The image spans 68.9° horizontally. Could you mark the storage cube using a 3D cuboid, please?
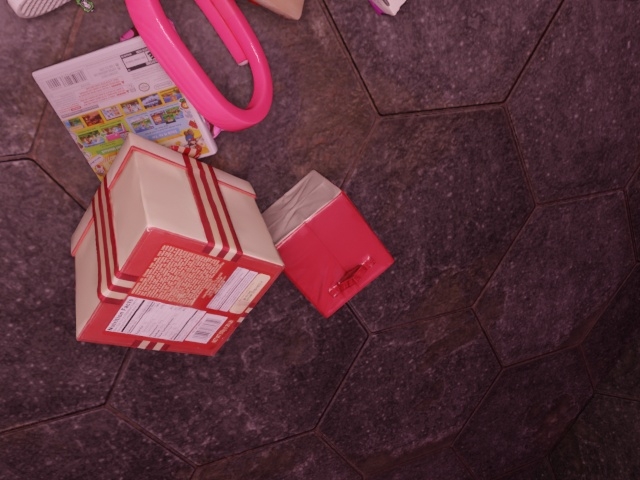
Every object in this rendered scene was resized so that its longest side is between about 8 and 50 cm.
[{"bbox_3d":[0.000,0.000,0.954,0.183,0.215,0.193,-40,117,0],"label":"storage cube"}]

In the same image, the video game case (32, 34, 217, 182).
[{"bbox_3d":[-0.314,-0.209,0.767,0.227,0.026,0.206,-13,125,11],"label":"video game case"}]

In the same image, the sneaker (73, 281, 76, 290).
[{"bbox_3d":[-0.394,0.023,0.886,0.185,0.069,0.084,-33,115,-12],"label":"sneaker"}]

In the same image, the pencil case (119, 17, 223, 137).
[{"bbox_3d":[-0.240,-0.265,0.790,0.098,0.095,0.209,-7,130,28],"label":"pencil case"}]

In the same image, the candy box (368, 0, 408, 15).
[{"bbox_3d":[0.153,-0.549,0.830,0.233,0.071,0.159,-46,123,3],"label":"candy box"}]

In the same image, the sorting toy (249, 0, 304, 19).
[{"bbox_3d":[-0.119,-0.497,0.678,0.257,0.089,0.255,-2,107,-52],"label":"sorting toy"}]

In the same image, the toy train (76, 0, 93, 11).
[{"bbox_3d":[-0.383,-0.384,0.710,0.017,0.024,0.083,-45,123,3],"label":"toy train"}]

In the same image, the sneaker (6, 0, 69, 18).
[{"bbox_3d":[-0.344,-0.451,0.652,0.282,0.102,0.161,-36,101,-20],"label":"sneaker"}]

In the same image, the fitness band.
[{"bbox_3d":[-0.180,-0.311,0.734,0.054,0.209,0.291,-13,132,31],"label":"fitness band"}]

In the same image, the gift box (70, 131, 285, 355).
[{"bbox_3d":[-0.228,0.017,0.755,0.276,0.258,0.255,25,116,-44],"label":"gift box"}]
